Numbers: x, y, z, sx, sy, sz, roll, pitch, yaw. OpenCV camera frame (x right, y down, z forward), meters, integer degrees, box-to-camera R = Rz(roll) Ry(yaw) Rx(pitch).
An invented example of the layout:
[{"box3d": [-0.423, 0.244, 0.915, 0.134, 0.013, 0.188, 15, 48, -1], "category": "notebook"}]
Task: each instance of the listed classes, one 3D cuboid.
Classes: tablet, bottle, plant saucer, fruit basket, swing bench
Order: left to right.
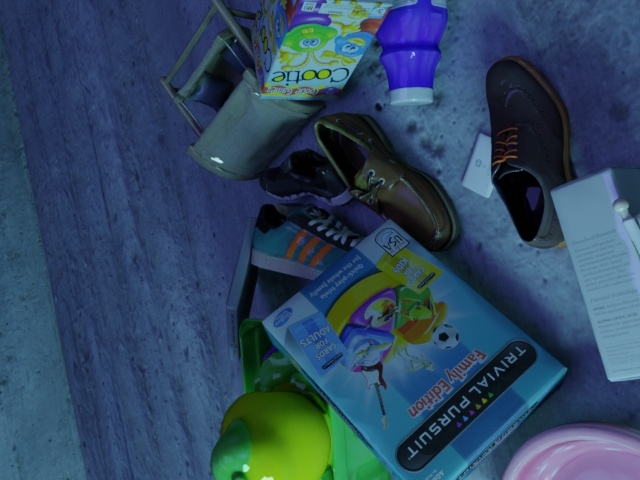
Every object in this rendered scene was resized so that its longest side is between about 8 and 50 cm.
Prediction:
[{"box3d": [-0.161, -0.285, 1.310, 0.253, 0.165, 0.254, -41, 64, 43], "category": "swing bench"}, {"box3d": [-0.061, 0.315, 1.102, 0.283, 0.392, 0.391, -4, 91, 50], "category": "fruit basket"}, {"box3d": [0.134, -0.348, 1.015, 0.118, 0.092, 0.282, 2, 96, 55], "category": "bottle"}, {"box3d": [0.239, -0.110, 0.984, 0.054, 0.006, 0.083, 37, 120, 41], "category": "tablet"}, {"box3d": [0.373, 0.382, 0.819, 0.332, 0.084, 0.331, 5, 97, 48], "category": "plant saucer"}]

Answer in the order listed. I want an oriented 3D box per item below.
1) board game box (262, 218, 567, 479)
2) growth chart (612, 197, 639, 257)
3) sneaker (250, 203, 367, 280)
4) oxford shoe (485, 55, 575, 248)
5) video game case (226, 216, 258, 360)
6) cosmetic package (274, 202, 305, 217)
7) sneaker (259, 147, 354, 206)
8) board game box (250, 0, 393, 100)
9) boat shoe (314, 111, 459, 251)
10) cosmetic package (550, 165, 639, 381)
[{"box3d": [0.121, 0.158, 0.939, 0.336, 0.254, 0.079, 43, 164, 30], "category": "board game box"}, {"box3d": [0.440, 0.001, 0.665, 0.238, 0.021, 0.171, -19, 79, 18], "category": "growth chart"}, {"box3d": [0.000, 0.000, 1.163, 0.302, 0.108, 0.120, 8, 102, 33], "category": "sneaker"}, {"box3d": [0.267, -0.121, 0.879, 0.097, 0.099, 0.271, -29, 72, 47], "category": "oxford shoe"}, {"box3d": [-0.149, 0.095, 1.301, 0.193, 0.023, 0.212, 96, -179, -51], "category": "video game case"}, {"box3d": [-0.061, -0.014, 1.301, 0.041, 0.060, 0.115, 21, 108, 45], "category": "cosmetic package"}, {"box3d": [-0.039, -0.125, 1.220, 0.234, 0.106, 0.078, 12, 60, 45], "category": "sneaker"}, {"box3d": [-0.011, -0.352, 1.066, 0.275, 0.142, 0.144, 131, 133, -65], "category": "board game box"}, {"box3d": [0.092, -0.091, 1.080, 0.307, 0.105, 0.110, 51, 127, 32], "category": "boat shoe"}, {"box3d": [0.359, 0.035, 0.776, 0.086, 0.117, 0.230, -27, 72, 45], "category": "cosmetic package"}]
